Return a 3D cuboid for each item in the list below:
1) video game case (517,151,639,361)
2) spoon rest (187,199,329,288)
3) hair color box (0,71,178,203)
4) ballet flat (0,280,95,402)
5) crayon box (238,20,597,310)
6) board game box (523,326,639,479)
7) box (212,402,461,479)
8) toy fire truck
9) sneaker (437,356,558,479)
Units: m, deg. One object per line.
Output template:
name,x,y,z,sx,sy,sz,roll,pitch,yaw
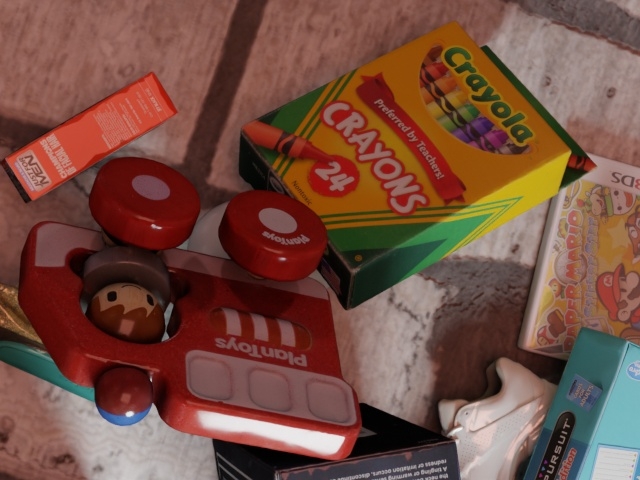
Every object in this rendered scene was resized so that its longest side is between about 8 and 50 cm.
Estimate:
video game case,0.338,0.033,1.781,0.206,0.026,0.227,14,87,-14
spoon rest,0.000,0.000,1.661,0.276,0.084,0.137,-13,61,-11
hair color box,-0.229,-0.101,1.598,0.167,0.093,0.053,-34,98,-12
ballet flat,-0.317,0.062,1.578,0.348,0.123,0.123,21,86,-13
crayon box,0.103,-0.092,1.628,0.318,0.081,0.202,-29,63,-20
board game box,0.325,0.291,1.715,0.253,0.079,0.336,24,86,-33
box,0.023,0.328,1.567,0.182,0.296,0.294,-7,94,-14
toy fire truck,-0.118,0.075,1.448,0.302,0.254,0.169,13,123,-18
sneaker,0.157,0.224,1.715,0.115,0.090,0.232,37,73,-6
